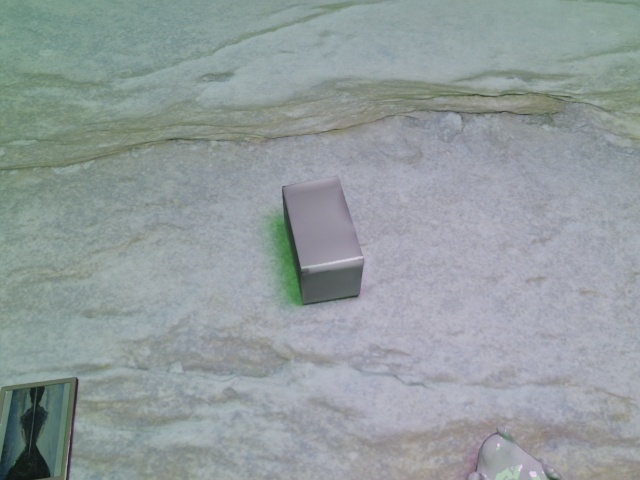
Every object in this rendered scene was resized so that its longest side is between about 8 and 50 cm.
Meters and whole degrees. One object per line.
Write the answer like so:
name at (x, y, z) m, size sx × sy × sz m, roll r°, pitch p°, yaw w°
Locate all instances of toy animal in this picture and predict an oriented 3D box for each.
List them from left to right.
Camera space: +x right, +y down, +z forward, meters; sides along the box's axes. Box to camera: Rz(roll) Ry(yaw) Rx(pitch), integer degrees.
toy animal at (0.293, 0.469, 0.954) m, size 0.140 × 0.138 × 0.282 m, roll 37°, pitch 63°, yaw 16°

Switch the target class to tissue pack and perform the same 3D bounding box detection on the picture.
tissue pack at (0.000, -0.001, 1.256) m, size 0.136 × 0.159 × 0.246 m, roll -11°, pitch 57°, yaw -7°

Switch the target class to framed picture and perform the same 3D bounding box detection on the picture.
framed picture at (-0.554, 0.370, 1.063) m, size 0.150 × 0.015 × 0.203 m, roll -6°, pitch 56°, yaw -6°
